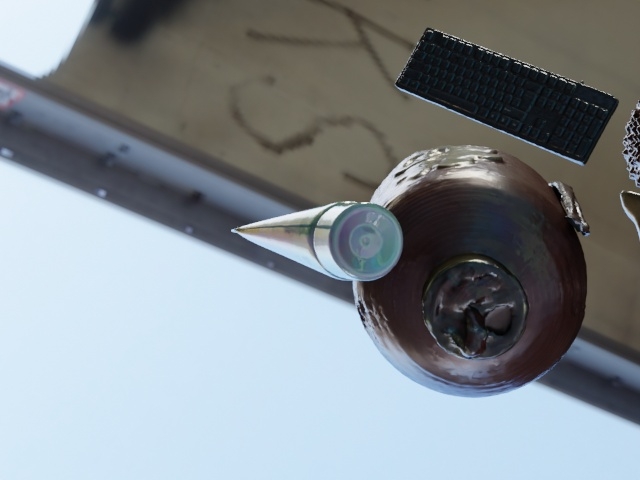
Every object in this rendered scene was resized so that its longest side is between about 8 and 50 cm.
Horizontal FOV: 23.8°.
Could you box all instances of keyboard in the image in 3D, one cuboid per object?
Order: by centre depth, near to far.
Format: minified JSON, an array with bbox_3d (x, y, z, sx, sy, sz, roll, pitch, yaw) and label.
[{"bbox_3d":[0.234,-0.191,1.937,0.309,0.018,0.101,28,-94,36],"label":"keyboard"}]

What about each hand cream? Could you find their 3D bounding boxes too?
[{"bbox_3d":[0.000,0.000,0.958,0.174,0.076,0.047,179,-79,-73],"label":"hand cream"}]

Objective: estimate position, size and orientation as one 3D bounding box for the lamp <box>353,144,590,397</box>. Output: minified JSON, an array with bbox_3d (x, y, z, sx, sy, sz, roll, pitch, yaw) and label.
[{"bbox_3d":[0.114,0.017,1.120,0.180,0.180,0.258,-59,-175,12],"label":"lamp"}]

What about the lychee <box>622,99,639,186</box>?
[{"bbox_3d":[0.300,-0.076,1.219,0.123,0.129,0.123,25,-50,34],"label":"lychee"}]

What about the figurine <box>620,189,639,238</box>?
[{"bbox_3d":[0.411,0.018,1.465,0.177,0.173,0.247,-14,-112,3],"label":"figurine"}]
